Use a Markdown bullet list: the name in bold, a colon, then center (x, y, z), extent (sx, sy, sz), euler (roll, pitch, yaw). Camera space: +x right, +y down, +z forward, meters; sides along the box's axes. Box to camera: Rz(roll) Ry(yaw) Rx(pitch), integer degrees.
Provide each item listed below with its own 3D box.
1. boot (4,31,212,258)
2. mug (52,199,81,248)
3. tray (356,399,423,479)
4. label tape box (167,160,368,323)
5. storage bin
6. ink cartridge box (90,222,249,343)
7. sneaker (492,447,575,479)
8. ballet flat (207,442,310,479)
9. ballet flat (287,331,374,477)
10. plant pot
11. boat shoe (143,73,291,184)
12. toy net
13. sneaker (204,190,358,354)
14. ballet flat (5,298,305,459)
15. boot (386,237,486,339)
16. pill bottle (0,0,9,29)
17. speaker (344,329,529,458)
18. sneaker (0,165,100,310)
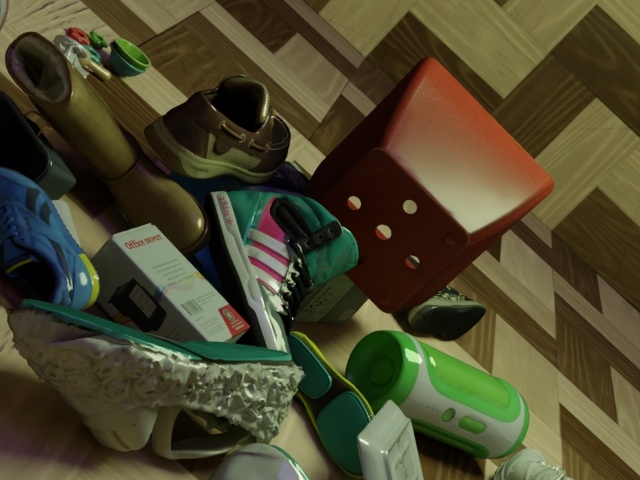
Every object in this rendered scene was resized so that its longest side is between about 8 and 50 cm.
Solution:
- **boot**: center (-0.262, -0.109, 1.775), extent (0.236, 0.089, 0.269), euler (40, -9, 32)
- **mug**: center (-0.297, -0.002, 1.635), extent (0.078, 0.062, 0.064), euler (3, 51, -55)
- **tray**: center (0.090, 0.278, 1.721), extent (0.270, 0.030, 0.145), euler (-17, 94, -79)
- **label tape box**: center (-0.083, -0.012, 2.040), extent (0.249, 0.115, 0.347), euler (52, 17, 23)
- **storage bin**: center (-0.350, -0.104, 1.707), extent (0.135, 0.098, 0.091), euler (51, 9, 23)
- **ink cartridge box**: center (-0.183, 0.072, 1.687), extent (0.175, 0.072, 0.127), euler (46, 18, 7)
- **sneaker**: center (0.320, 0.369, 2.029), extent (0.111, 0.129, 0.297), euler (39, 17, -10)
- **ballet flat**: center (0.020, 0.370, 1.408), extent (0.400, 0.139, 0.139), euler (45, 17, 16)
- **ballet flat**: center (0.019, 0.209, 1.832), extent (0.231, 0.077, 0.077), euler (53, 6, 31)
- **plant pot**: center (0.126, -0.053, 2.025), extent (0.267, 0.267, 0.236), euler (45, 30, -1)
- **boat shoe**: center (-0.108, -0.160, 1.954), extent (0.123, 0.123, 0.342), euler (48, 19, 15)
- **toy net**: center (-0.354, -0.297, 2.205), extent (0.122, 0.045, 0.232), euler (48, 18, 11)
- **sneaker**: center (-0.032, 0.054, 1.834), extent (0.178, 0.124, 0.296), euler (-9, 59, -15)
- **ballet flat**: center (-0.157, 0.156, 1.459), extent (0.409, 0.147, 0.147), euler (18, 31, -53)
- **boot**: center (0.176, 0.078, 2.453), extent (0.178, 0.085, 0.236), euler (50, 19, 25)
- **pill bottle**: center (-0.471, -0.261, 1.671), extent (0.160, 0.160, 0.283), euler (40, 18, -12)
- **speaker**: center (0.169, 0.221, 2.040), extent (0.296, 0.131, 0.131), euler (27, 24, -42)
- **sneaker**: center (-0.324, -0.005, 1.563), extent (0.209, 0.069, 0.082), euler (50, 22, 19)
